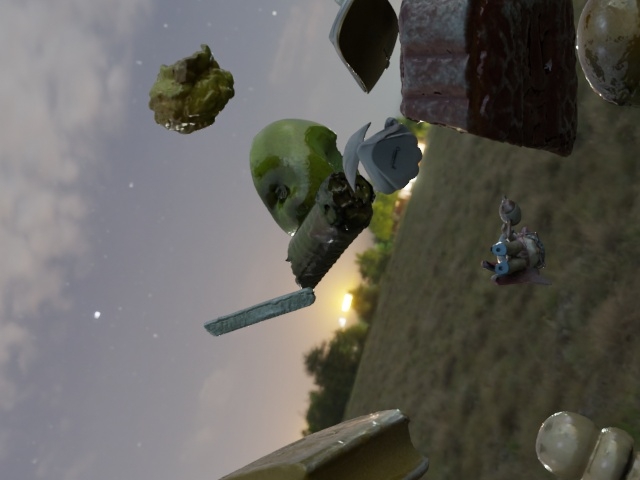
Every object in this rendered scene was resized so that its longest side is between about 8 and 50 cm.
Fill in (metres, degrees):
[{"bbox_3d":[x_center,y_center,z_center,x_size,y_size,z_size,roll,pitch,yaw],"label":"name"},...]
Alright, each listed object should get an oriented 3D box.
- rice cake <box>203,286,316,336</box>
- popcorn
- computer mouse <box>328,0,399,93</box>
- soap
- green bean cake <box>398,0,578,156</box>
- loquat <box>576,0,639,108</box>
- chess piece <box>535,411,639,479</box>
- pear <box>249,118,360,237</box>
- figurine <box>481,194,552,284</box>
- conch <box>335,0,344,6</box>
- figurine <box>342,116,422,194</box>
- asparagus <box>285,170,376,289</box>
[{"bbox_3d":[-0.088,0.105,1.095,0.033,0.171,0.029,-44,-64,-86],"label":"rice cake"},{"bbox_3d":[-0.283,-0.321,1.617,0.197,0.155,0.197,-32,25,17],"label":"popcorn"},{"bbox_3d":[0.066,-0.262,1.010,0.102,0.045,0.199,-62,-19,-2],"label":"computer mouse"},{"bbox_3d":[-0.011,0.438,1.357,0.293,0.156,0.335,-31,-13,38],"label":"soap"},{"bbox_3d":[0.175,-0.162,0.746,0.232,0.097,0.198,-22,-65,-46],"label":"green bean cake"},{"bbox_3d":[0.554,-0.346,1.344,0.179,0.179,0.227,-60,-50,-74],"label":"loquat"},{"bbox_3d":[0.452,0.339,1.123,0.143,0.261,0.143,-53,-23,-34],"label":"chess piece"},{"bbox_3d":[-0.031,-0.139,1.736,0.176,0.286,0.282,-31,17,21],"label":"pear"},{"bbox_3d":[0.388,0.013,1.558,0.260,0.103,0.205,-7,-105,-62],"label":"figurine"},{"bbox_3d":[0.085,-0.589,1.559,0.121,0.185,0.221,-16,-46,-37],"label":"conch"},{"bbox_3d":[0.068,-0.098,0.877,0.086,0.082,0.094,179,104,-83],"label":"figurine"},{"bbox_3d":[0.000,0.000,1.594,0.382,0.128,0.108,-55,48,52],"label":"asparagus"}]
